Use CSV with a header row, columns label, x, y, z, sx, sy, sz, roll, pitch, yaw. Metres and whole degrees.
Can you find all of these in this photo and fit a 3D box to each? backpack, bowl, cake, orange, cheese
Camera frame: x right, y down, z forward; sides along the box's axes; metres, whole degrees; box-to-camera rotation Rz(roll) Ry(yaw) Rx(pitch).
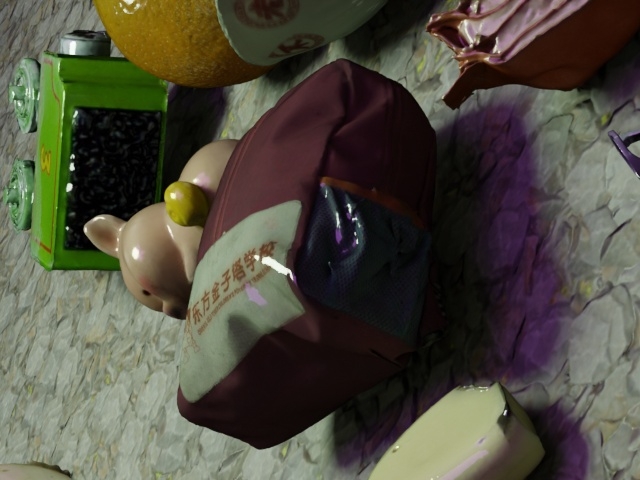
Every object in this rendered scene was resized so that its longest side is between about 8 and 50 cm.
label,x,y,z,sx,sy,sz,roll,pitch,yaw
backpack,0.000,0.000,1.397,0.283,0.197,0.317,-37,34,46
bowl,0.024,-0.335,1.603,0.157,0.337,0.337,10,73,21
cake,0.212,-0.208,1.247,0.287,0.135,0.098,-41,54,28
orange,-0.135,-0.296,1.808,0.264,0.264,0.264,-42,35,39
cheese,0.056,0.201,1.211,0.255,0.050,0.127,-39,20,12

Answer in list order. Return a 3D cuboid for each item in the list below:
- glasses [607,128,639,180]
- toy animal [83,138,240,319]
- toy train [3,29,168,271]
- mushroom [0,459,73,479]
label,x,y,z,sx,sy,sz,roll,pitch,yaw
glasses,0.275,-0.069,1.137,0.103,0.062,0.140,-38,32,6
toy animal,-0.118,-0.014,1.666,0.248,0.165,0.149,-36,34,35
toy train,-0.294,-0.109,1.988,0.249,0.173,0.307,-154,67,-65
mushroom,-0.385,0.377,1.822,0.236,0.162,0.173,-67,25,2
